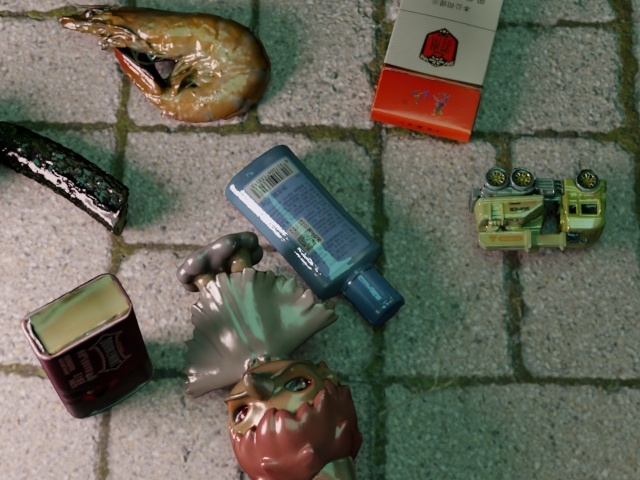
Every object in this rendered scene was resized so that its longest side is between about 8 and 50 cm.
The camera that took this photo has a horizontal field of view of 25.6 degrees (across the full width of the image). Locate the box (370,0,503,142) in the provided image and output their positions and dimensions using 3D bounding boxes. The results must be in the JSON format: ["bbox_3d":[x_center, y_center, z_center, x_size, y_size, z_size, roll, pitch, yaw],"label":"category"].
[{"bbox_3d":[0.159,-0.254,1.861,0.139,0.035,0.245,15,67,5],"label":"box"}]

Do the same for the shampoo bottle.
[{"bbox_3d":[0.000,0.000,1.735,0.104,0.061,0.258,-38,72,-16],"label":"shampoo bottle"}]

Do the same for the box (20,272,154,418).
[{"bbox_3d":[-0.259,0.122,1.592,0.120,0.224,0.069,-28,69,-14],"label":"box"}]

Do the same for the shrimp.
[{"bbox_3d":[-0.208,-0.233,1.839,0.287,0.063,0.152,10,78,2],"label":"shrimp"}]

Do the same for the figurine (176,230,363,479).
[{"bbox_3d":[-0.050,0.177,1.605,0.207,0.166,0.387,-27,66,6],"label":"figurine"}]

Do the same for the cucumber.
[{"bbox_3d":[-0.336,-0.092,1.770,0.245,0.067,0.067,32,70,13],"label":"cucumber"}]

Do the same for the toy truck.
[{"bbox_3d":[0.269,-0.029,1.743,0.169,0.077,0.100,2,64,-1],"label":"toy truck"}]
